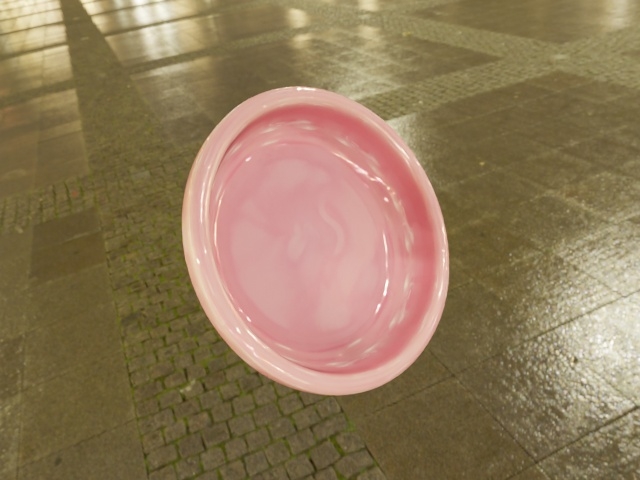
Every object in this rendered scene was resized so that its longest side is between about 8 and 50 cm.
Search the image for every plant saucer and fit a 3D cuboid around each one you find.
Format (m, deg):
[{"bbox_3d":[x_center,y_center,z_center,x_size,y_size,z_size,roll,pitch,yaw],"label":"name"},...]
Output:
[{"bbox_3d":[0.000,0.000,0.601,0.332,0.332,0.084,-37,9,-36],"label":"plant saucer"}]
